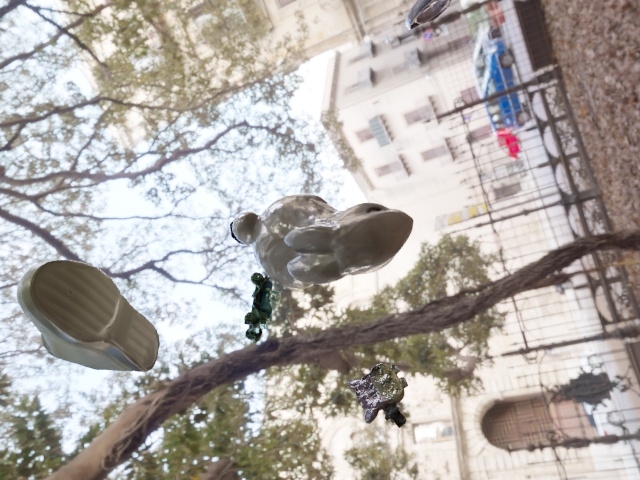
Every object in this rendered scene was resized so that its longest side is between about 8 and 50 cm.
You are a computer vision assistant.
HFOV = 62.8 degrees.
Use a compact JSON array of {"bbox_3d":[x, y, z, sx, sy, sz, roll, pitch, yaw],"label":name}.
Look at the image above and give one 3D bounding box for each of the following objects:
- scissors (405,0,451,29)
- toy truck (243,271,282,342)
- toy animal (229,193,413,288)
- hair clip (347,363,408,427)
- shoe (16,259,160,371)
[{"bbox_3d":[0.105,-0.222,0.431,0.015,0.100,0.189,56,-160,0],"label":"scissors"},{"bbox_3d":[-0.129,0.153,1.197,0.080,0.078,0.154,94,180,-47],"label":"toy truck"},{"bbox_3d":[0.000,0.000,0.981,0.258,0.357,0.194,0,-92,-27],"label":"toy animal"},{"bbox_3d":[0.163,0.404,1.377,0.056,0.146,0.187,57,179,-43],"label":"hair clip"},{"bbox_3d":[-0.435,0.143,0.924,0.363,0.160,0.132,68,-159,-57],"label":"shoe"}]
